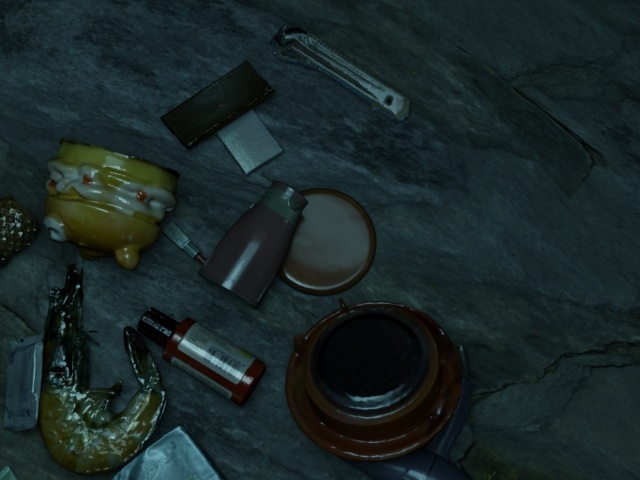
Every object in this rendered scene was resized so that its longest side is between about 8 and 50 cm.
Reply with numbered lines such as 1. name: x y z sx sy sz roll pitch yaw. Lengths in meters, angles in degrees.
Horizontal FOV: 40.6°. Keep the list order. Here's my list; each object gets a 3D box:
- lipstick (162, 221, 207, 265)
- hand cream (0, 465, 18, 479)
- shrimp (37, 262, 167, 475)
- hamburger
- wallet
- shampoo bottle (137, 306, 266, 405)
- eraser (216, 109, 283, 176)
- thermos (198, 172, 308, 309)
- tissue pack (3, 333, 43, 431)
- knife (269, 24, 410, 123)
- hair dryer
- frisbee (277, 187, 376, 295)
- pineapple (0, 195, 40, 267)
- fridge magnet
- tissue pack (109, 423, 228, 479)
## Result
1. lipstick: -0.291 0.014 1.901 0.129 0.030 0.030 43 78 8
2. hand cream: -0.590 0.551 1.742 0.205 0.050 0.078 39 79 12
3. shrimp: -0.463 0.254 1.789 0.272 0.085 0.444 -12 74 4
4. hamburger: -0.449 -0.070 1.810 0.277 0.276 0.236 15 86 1
5. wallet: -0.233 -0.306 1.971 0.243 0.039 0.133 -35 57 -12
6. shampoo bottle: -0.255 0.232 1.809 0.278 0.104 0.104 31 76 5
7. eraser: -0.169 -0.231 1.974 0.104 0.023 0.150 -34 79 -11
8. thermos: -0.137 -0.004 1.854 0.146 0.176 0.265 38 78 -35
9. tissue pack: -0.614 0.295 1.782 0.123 0.026 0.192 -14 70 37
10. knife: 0.051 -0.387 2.019 0.365 0.043 0.089 32 109 3
11. hair dryer: 0.220 0.371 1.815 0.301 0.121 0.361 24 66 12
12. frisbee: 0.000 0.000 1.926 0.251 0.021 0.250 1 74 -3
13. pineapple: -0.708 0.027 1.839 0.125 0.125 0.251 38 82 7
14. fridge magnet: 0.104 0.272 1.756 0.364 0.155 0.363 -5 52 7
15. tissue pack: -0.274 0.525 1.745 0.185 0.081 0.257 -38 81 -11
